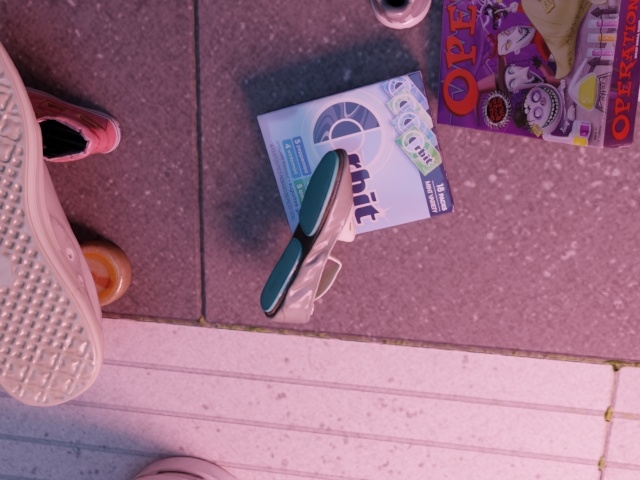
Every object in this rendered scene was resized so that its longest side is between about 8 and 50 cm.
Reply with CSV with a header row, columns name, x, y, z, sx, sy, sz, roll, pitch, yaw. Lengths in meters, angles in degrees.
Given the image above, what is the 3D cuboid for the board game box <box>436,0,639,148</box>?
name,x,y,z,sx,sy,sz,roll,pitch,yaw
board game box,0.198,-0.268,0.630,0.056,0.208,0.347,-8,108,-28

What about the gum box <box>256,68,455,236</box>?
name,x,y,z,sx,sy,sz,roll,pitch,yaw
gum box,0.041,-0.088,0.780,0.184,0.041,0.157,-13,104,15

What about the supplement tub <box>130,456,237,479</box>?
name,x,y,z,sx,sy,sz,roll,pitch,yaw
supplement tub,-0.207,0.429,0.822,0.235,0.325,0.235,3,106,10

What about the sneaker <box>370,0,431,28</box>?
name,x,y,z,sx,sy,sz,roll,pitch,yaw
sneaker,0.079,-0.319,0.660,0.086,0.132,0.228,0,106,11

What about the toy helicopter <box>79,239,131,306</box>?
name,x,y,z,sx,sy,sz,roll,pitch,yaw
toy helicopter,-0.416,0.054,0.882,0.355,0.140,0.235,-13,94,3

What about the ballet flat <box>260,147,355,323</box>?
name,x,y,z,sx,sy,sz,roll,pitch,yaw
ballet flat,0.000,0.000,0.767,0.068,0.072,0.213,15,114,-25

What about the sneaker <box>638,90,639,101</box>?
name,x,y,z,sx,sy,sz,roll,pitch,yaw
sneaker,0.336,-0.304,0.630,0.150,0.135,0.366,7,115,-8

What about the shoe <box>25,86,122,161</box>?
name,x,y,z,sx,sy,sz,roll,pitch,yaw
shoe,-0.328,-0.136,0.814,0.178,0.081,0.063,14,107,6

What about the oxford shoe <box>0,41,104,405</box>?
name,x,y,z,sx,sy,sz,roll,pitch,yaw
oxford shoe,-0.353,-0.038,0.751,0.169,0.130,0.449,-20,105,-7
